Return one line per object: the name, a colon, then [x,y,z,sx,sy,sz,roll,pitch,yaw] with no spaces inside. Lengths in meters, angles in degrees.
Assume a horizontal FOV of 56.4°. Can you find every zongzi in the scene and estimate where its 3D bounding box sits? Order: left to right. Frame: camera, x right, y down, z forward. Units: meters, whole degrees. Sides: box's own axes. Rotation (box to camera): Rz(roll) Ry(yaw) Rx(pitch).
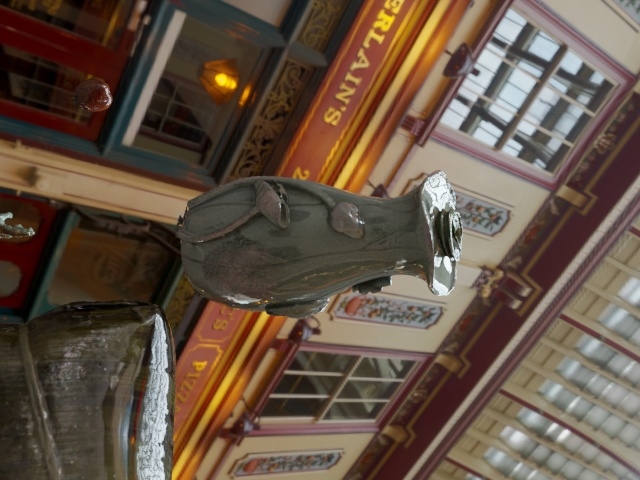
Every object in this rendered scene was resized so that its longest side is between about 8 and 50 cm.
zongzi: [-0.257,0.182,0.440,0.134,0.288,0.286,109,-21,-50]

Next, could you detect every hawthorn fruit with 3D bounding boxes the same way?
hawthorn fruit: [-0.563,-0.354,1.460,0.081,0.093,0.081,40,-36,38]

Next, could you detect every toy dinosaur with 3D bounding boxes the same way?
toy dinosaur: [-0.922,-0.026,1.607,0.205,0.392,0.092,-79,166,-75]

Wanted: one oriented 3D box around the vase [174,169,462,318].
vase: [0.000,0.000,0.966,0.445,0.250,0.250,-3,-103,25]
